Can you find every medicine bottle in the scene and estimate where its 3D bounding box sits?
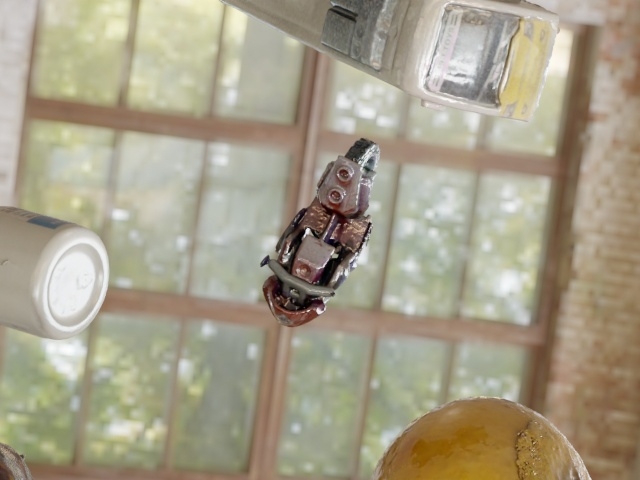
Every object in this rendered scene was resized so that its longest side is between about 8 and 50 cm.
[{"bbox_3d":[-0.276,0.020,1.720,0.168,0.105,0.105,14,-172,31],"label":"medicine bottle"}]

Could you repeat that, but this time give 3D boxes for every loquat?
[{"bbox_3d":[0.165,0.286,1.976,0.263,0.263,0.263,8,-174,-1],"label":"loquat"}]

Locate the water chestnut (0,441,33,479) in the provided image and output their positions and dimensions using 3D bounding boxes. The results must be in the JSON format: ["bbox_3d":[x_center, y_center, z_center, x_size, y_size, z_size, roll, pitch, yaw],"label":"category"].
[{"bbox_3d":[-0.335,0.315,1.899,0.300,0.300,0.300,8,-174,-1],"label":"water chestnut"}]

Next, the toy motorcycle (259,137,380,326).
[{"bbox_3d":[-0.001,0.000,1.955,0.082,0.213,0.122,25,-155,8],"label":"toy motorcycle"}]

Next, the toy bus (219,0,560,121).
[{"bbox_3d":[0.047,-0.185,1.567,0.138,0.097,0.342,8,-166,-32],"label":"toy bus"}]
